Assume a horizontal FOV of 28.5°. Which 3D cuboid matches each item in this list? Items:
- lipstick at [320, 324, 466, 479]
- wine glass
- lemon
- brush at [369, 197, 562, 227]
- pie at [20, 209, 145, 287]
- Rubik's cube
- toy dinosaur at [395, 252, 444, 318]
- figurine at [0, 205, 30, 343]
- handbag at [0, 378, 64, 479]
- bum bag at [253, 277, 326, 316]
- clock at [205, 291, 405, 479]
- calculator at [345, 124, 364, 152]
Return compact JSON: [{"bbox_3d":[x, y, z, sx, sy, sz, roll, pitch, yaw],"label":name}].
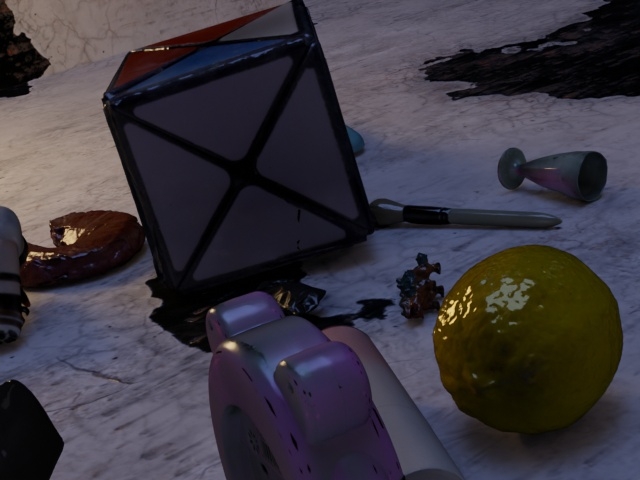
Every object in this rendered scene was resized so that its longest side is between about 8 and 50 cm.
[{"bbox_3d":[0.051,0.173,1.153,0.087,0.087,0.327,-13,19,-8],"label":"lipstick"},{"bbox_3d":[0.334,-0.096,1.822,0.073,0.073,0.155,-25,20,-37],"label":"wine glass"},{"bbox_3d":[0.194,0.091,1.183,0.193,0.180,0.180,-4,11,-39],"label":"lemon"},{"bbox_3d":[0.194,-0.031,1.764,0.299,0.039,0.042,5,28,30],"label":"brush"},{"bbox_3d":[-0.368,0.009,1.891,0.204,0.054,0.218,-2,21,22],"label":"pie"},{"bbox_3d":[-0.113,-0.134,1.771,0.305,0.310,0.307,-18,19,3],"label":"Rubik's cube"},{"bbox_3d":[0.120,0.055,1.521,0.055,0.049,0.154,-9,24,13],"label":"toy dinosaur"},{"bbox_3d":[-0.555,0.044,1.667,0.323,0.196,0.320,-6,28,-10],"label":"figurine"},{"bbox_3d":[-0.383,0.252,1.115,0.257,0.113,0.285,-11,25,15],"label":"handbag"},{"bbox_3d":[-0.040,0.072,1.573,0.058,0.034,0.124,-31,26,-26],"label":"bum bag"},{"bbox_3d":[-0.008,0.172,0.941,0.090,0.247,0.227,-21,22,-22],"label":"clock"},{"bbox_3d":[-0.088,-0.180,2.303,0.256,0.054,0.386,-20,25,-27],"label":"calculator"}]
